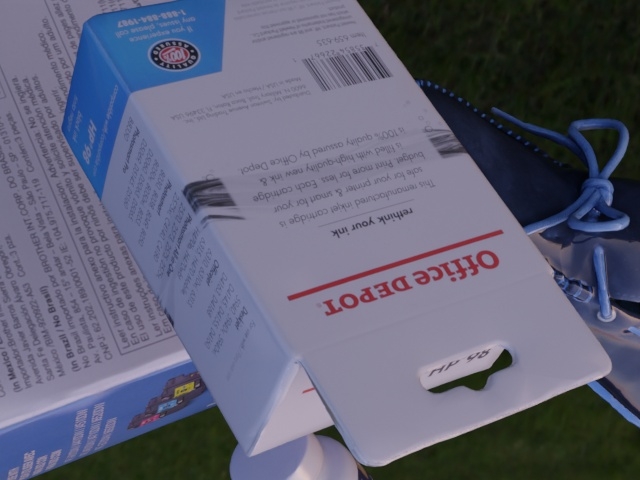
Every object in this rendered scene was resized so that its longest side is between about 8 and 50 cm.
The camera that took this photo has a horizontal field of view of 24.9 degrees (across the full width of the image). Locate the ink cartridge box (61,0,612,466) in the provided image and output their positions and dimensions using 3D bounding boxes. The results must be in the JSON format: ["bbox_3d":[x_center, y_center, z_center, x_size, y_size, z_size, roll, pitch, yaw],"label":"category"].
[{"bbox_3d":[0.000,0.000,0.480,0.180,0.104,0.060,58,145,25],"label":"ink cartridge box"}]

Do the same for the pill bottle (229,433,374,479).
[{"bbox_3d":[0.001,0.151,0.810,0.067,0.067,0.120,-10,136,31],"label":"pill bottle"}]

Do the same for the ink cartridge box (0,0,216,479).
[{"bbox_3d":[-0.174,-0.019,0.725,0.270,0.396,0.151,65,157,16],"label":"ink cartridge box"}]

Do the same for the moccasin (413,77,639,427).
[{"bbox_3d":[0.164,-0.003,0.870,0.117,0.137,0.342,-27,136,37],"label":"moccasin"}]
